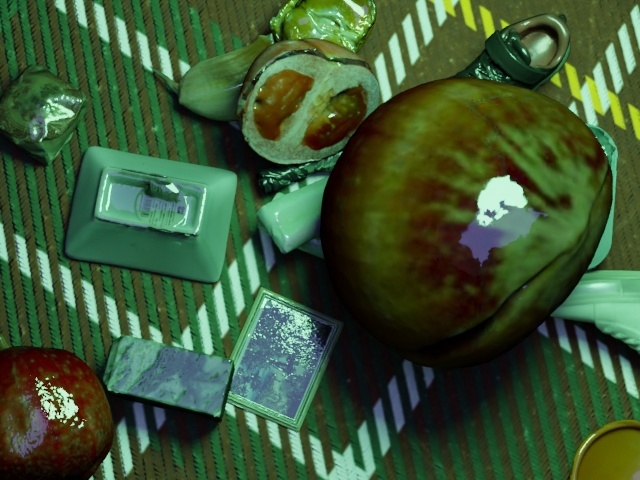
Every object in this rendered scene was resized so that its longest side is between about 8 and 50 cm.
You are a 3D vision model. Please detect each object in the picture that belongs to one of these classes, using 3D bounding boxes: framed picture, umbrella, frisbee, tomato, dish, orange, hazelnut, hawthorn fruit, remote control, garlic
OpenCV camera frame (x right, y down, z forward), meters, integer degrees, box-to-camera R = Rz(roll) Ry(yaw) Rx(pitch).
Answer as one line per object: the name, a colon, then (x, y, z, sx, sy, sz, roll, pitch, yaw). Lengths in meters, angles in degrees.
framed picture: (-0.062, 0.179, 1.966, 0.142, 0.011, 0.183, 24, 76, 0)
umbrella: (-0.010, -0.119, 2.024, 0.188, 0.046, 0.050, -23, 85, -16)
frisbee: (0.468, 0.369, 1.965, 0.192, 0.035, 0.192, 1, 78, -6)
tomato: (-0.035, -0.221, 1.957, 0.228, 0.199, 0.112, 13, 29, -35)
dish: (-0.256, -0.047, 1.963, 0.243, 0.080, 0.181, 10, 76, -4)
orange: (0.011, -0.339, 2.041, 0.170, 0.112, 0.160, -2, 90, 15)
hazelnut: (0.196, -0.040, 1.850, 0.402, 0.402, 0.429, 41, 75, 4)
hawthorn fruit: (-0.407, 0.242, 1.828, 0.215, 0.215, 0.249, -24, 74, -11)
remote control: (0.408, -0.068, 2.038, 0.104, 0.052, 0.247, 10, 70, 0)
garlic: (-0.155, -0.248, 2.026, 0.198, 0.090, 0.128, -19, 64, -4)

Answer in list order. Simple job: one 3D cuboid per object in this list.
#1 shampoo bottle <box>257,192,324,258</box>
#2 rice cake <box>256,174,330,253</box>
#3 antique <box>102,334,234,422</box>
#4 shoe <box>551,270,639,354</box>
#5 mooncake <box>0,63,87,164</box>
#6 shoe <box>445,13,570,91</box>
shampoo bottle: (0.000, 0.000, 1.998, 0.191, 0.041, 0.069, 31, 63, 1)
rice cake: (0.013, -0.057, 1.982, 0.222, 0.042, 0.080, -27, 72, -28)
antique: (-0.224, 0.201, 1.901, 0.183, 0.086, 0.088, 14, 76, 2)
shoe: (0.506, 0.130, 1.988, 0.363, 0.132, 0.160, 0, 94, -2)
mooncake: (-0.433, -0.200, 1.983, 0.125, 0.073, 0.130, 34, 74, 4)
shoe: (0.287, -0.260, 2.037, 0.291, 0.137, 0.114, -37, 83, -11)
